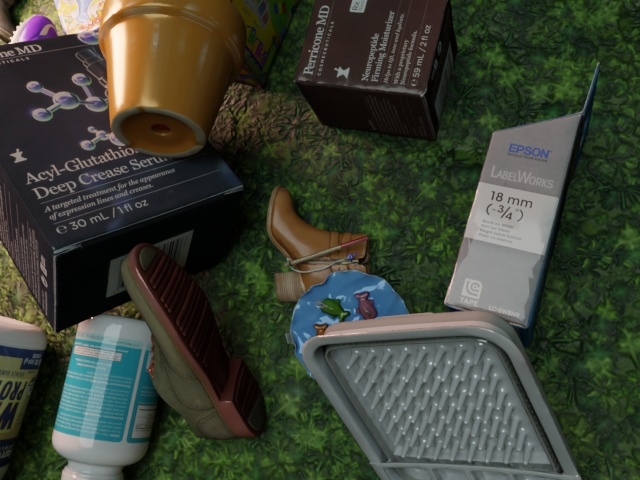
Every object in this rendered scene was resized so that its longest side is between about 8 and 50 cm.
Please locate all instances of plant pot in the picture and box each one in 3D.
[{"bbox_3d":[-0.214,-0.227,0.915,0.205,0.205,0.187,-4,67,15],"label":"plant pot"}]

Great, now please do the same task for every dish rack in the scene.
[{"bbox_3d":[0.159,0.212,0.815,0.286,0.332,0.072,-10,33,36],"label":"dish rack"}]

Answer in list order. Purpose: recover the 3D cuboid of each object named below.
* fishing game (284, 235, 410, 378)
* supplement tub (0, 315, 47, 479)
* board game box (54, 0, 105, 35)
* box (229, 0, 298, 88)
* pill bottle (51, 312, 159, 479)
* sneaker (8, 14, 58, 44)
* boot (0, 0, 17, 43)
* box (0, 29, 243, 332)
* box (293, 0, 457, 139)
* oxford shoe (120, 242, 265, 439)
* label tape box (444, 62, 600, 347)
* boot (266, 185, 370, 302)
[{"bbox_3d":[0.041,0.135,0.974,0.189,0.041,0.263,-18,88,10],"label":"fishing game"},{"bbox_3d":[-0.599,0.272,1.051,0.229,0.228,0.316,11,80,18],"label":"supplement tub"},{"bbox_3d":[-0.421,-0.475,1.288,0.201,0.035,0.136,-27,71,8],"label":"board game box"},{"bbox_3d":[-0.165,-0.454,1.075,0.177,0.290,0.279,19,82,19],"label":"box"},{"bbox_3d":[-0.330,0.252,1.022,0.146,0.146,0.263,6,78,17],"label":"pill bottle"},{"bbox_3d":[-0.510,-0.282,1.239,0.146,0.102,0.293,4,82,13],"label":"sneaker"},{"bbox_3d":[-0.630,-0.524,1.349,0.190,0.076,0.208,39,83,19],"label":"boot"},{"bbox_3d":[-0.362,-0.112,1.019,0.294,0.212,0.395,-25,65,-35],"label":"box"},{"bbox_3d":[0.093,-0.274,1.022,0.203,0.167,0.168,11,80,18],"label":"box"},{"bbox_3d":[-0.209,0.166,0.942,0.130,0.123,0.348,-18,112,16],"label":"oxford shoe"},{"bbox_3d":[0.271,-0.039,0.876,0.106,0.240,0.333,14,80,21],"label":"label tape box"},{"bbox_3d":[0.000,0.000,1.034,0.153,0.073,0.197,-9,86,15],"label":"boot"}]
